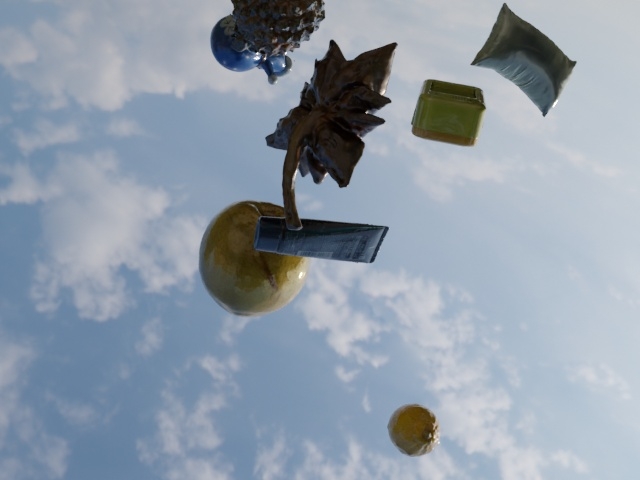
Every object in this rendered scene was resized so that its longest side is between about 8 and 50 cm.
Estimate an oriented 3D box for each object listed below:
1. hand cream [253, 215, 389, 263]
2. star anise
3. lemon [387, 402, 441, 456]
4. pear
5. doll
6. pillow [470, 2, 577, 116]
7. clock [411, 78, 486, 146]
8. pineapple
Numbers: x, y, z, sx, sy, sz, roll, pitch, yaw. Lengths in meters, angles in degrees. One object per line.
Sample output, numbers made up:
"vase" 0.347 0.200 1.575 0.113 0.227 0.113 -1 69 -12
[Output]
"hand cream" 0.000 0.000 1.356 0.270 0.120 0.061 7 -134 -12
"star anise" 0.009 -0.206 1.130 0.109 0.350 0.292 29 -165 -30
"lemon" 0.207 0.416 1.430 0.114 0.114 0.155 10 173 -7
"pear" -0.171 0.046 1.708 0.314 0.314 0.314 10 -144 -7
"doll" -0.192 -0.559 1.890 0.256 0.161 0.215 -2 -113 -43
"pillow" 0.457 -0.395 1.453 0.254 0.144 0.078 26 -163 -27
"clock" 0.269 -0.269 1.366 0.143 0.096 0.202 14 -154 6
"pineapple" -0.093 -0.426 1.233 0.166 0.193 0.166 49 -173 -8
